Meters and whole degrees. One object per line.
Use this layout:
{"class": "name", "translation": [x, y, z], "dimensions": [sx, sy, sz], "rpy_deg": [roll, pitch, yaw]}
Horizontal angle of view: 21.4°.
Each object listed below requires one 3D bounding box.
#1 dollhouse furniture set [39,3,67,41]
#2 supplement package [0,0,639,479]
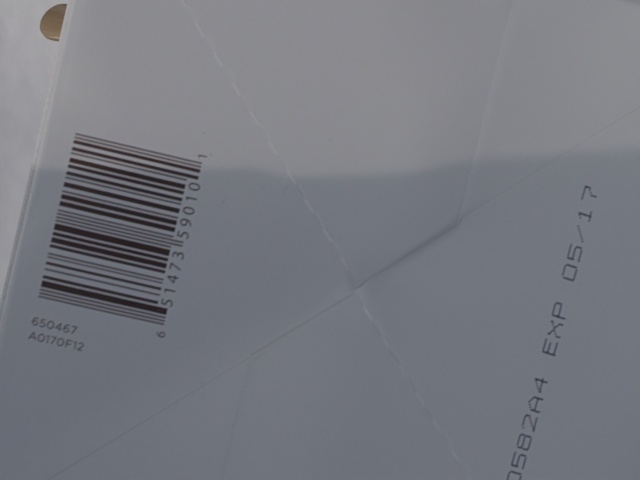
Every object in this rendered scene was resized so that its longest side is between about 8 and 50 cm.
{"class": "dollhouse furniture set", "translation": [-0.148, -0.144, 1.354], "dimensions": [0.151, 0.123, 0.144], "rpy_deg": [60, 45, -56]}
{"class": "supplement package", "translation": [0.000, 0.000, 0.607], "dimensions": [0.198, 0.262, 0.199], "rpy_deg": [13, 95, -6]}
